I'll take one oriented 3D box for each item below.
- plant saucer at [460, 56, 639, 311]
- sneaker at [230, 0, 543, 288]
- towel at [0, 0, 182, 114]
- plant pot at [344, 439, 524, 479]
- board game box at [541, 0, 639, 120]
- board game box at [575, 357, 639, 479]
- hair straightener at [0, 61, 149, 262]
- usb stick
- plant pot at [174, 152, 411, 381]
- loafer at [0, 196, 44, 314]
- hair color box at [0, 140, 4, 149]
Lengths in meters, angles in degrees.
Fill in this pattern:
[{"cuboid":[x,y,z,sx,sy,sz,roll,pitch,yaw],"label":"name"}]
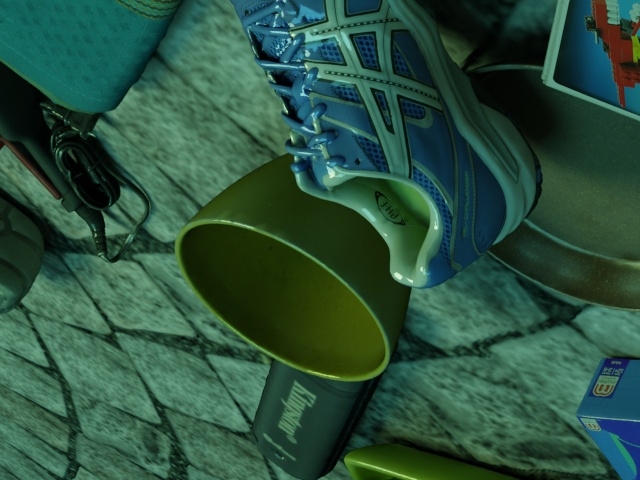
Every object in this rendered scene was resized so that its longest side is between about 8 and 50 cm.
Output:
[{"cuboid":[0.127,-0.030,0.657,0.168,0.029,0.168,25,149,16],"label":"plant saucer"},{"cuboid":[0.014,-0.070,0.604,0.211,0.081,0.080,48,149,-10],"label":"sneaker"},{"cuboid":[-0.163,-0.218,0.653,0.271,0.040,0.370,36,149,-7],"label":"towel"},{"cuboid":[0.092,0.288,0.991,0.227,0.207,0.228,11,145,35],"label":"plant pot"},{"cuboid":[0.185,-0.128,0.424,0.193,0.053,0.305,24,150,15],"label":"board game box"},{"cuboid":[0.265,0.152,0.776,0.160,0.047,0.210,-2,136,46],"label":"board game box"},{"cuboid":[-0.181,-0.062,0.894,0.089,0.047,0.230,9,143,37],"label":"hair straightener"},{"cuboid":[-0.003,0.106,0.974,0.077,0.045,0.278,29,151,6],"label":"usb stick"},{"cuboid":[0.000,0.000,0.758,0.134,0.095,0.134,24,150,15],"label":"plant pot"},{"cuboid":[-0.364,-0.043,1.039,0.319,0.112,0.111,38,142,-10],"label":"loafer"},{"cuboid":[-0.286,-0.122,0.902,0.093,0.053,0.167,6,140,38],"label":"hair color box"}]
